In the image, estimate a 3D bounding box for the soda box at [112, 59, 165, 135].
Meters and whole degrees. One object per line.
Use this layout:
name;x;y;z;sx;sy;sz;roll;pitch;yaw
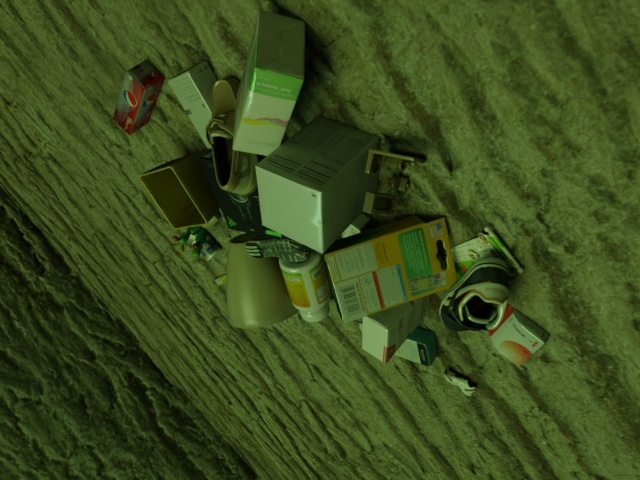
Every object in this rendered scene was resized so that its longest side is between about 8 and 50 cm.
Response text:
soda box;-0.585;-0.452;2.018;0.083;0.092;0.263;44;145;-1

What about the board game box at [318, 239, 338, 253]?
board game box;0.000;0.000;1.846;0.146;0.045;0.193;33;170;31

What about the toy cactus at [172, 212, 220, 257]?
toy cactus;-0.442;-0.056;2.248;0.180;0.219;0.112;-28;142;23

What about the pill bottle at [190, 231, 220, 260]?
pill bottle;-0.436;0.011;2.355;0.120;0.067;0.067;48;144;-5

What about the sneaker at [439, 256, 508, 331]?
sneaker;0.383;0.177;1.610;0.126;0.128;0.321;10;145;-1

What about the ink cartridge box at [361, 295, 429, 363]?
ink cartridge box;0.214;0.213;1.784;0.092;0.218;0.159;29;142;28

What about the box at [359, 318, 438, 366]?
box;0.244;0.309;1.985;0.244;0.060;0.101;14;135;36

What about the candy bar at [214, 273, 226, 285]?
candy bar;-0.375;0.150;2.476;0.040;0.018;0.161;55;144;-8

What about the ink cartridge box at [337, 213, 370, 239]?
ink cartridge box;0.072;-0.045;1.799;0.181;0.061;0.104;37;146;11

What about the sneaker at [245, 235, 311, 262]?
sneaker;-0.114;-0.006;1.974;0.228;0.132;0.086;5;130;27

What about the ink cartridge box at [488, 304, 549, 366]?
ink cartridge box;0.496;0.242;1.685;0.179;0.045;0.145;34;143;10

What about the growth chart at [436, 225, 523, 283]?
growth chart;0.407;0.065;1.616;0.172;0.021;0.237;46;145;-4

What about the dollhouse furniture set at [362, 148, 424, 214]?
dollhouse furniture set;0.190;-0.131;1.530;0.123;0.144;0.151;16;99;33

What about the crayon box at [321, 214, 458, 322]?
crayon box;0.180;0.066;1.646;0.083;0.322;0.203;-118;12;-69

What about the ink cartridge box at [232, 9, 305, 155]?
ink cartridge box;-0.139;-0.354;1.561;0.119;0.207;0.353;9;146;-14

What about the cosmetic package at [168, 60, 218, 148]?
cosmetic package;-0.330;-0.390;1.836;0.117;0.085;0.231;-5;121;48

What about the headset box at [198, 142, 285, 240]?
headset box;-0.199;-0.150;1.905;0.246;0.131;0.283;12;134;38

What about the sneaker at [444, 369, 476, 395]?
sneaker;0.433;0.431;1.948;0.109;0.040;0.044;35;127;8

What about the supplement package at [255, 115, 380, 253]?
supplement package;-0.001;-0.148;1.597;0.198;0.263;0.199;25;139;25

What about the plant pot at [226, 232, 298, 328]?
plant pot;-0.214;0.117;2.125;0.256;0.256;0.274;3;111;43

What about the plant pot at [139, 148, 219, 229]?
plant pot;-0.415;-0.182;2.038;0.212;0.187;0.212;-6;122;47

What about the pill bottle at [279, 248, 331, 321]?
pill bottle;-0.041;0.141;2.035;0.136;0.136;0.246;15;135;34

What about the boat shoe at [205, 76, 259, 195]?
boat shoe;-0.247;-0.293;1.705;0.121;0.110;0.342;-23;73;34
